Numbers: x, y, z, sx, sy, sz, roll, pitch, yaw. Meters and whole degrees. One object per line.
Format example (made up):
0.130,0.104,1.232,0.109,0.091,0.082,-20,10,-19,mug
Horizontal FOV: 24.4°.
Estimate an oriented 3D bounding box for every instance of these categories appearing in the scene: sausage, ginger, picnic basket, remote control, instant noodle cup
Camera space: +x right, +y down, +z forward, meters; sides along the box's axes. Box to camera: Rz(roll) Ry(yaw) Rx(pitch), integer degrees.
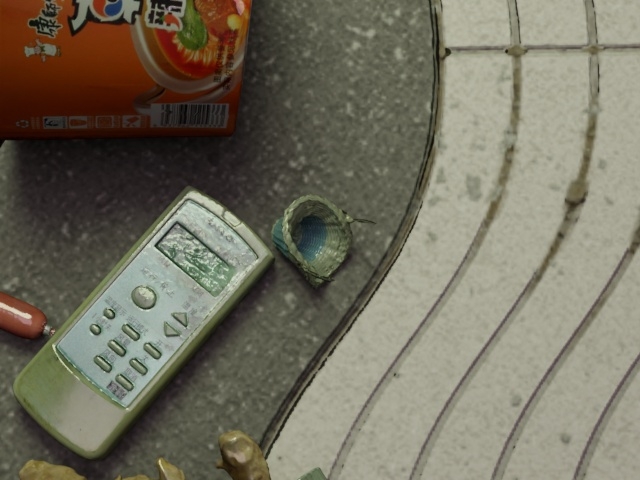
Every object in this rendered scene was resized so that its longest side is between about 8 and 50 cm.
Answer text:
-0.320,0.033,1.221,0.223,0.029,0.029,23,79,5,sausage
-0.158,0.235,1.146,0.259,0.065,0.149,-9,85,10,ginger
0.000,0.000,1.205,0.083,0.083,0.065,16,54,47,picnic basket
-0.144,0.068,1.210,0.098,0.038,0.233,40,80,8,remote control
-0.155,-0.185,1.173,0.192,0.250,0.250,6,78,-7,instant noodle cup

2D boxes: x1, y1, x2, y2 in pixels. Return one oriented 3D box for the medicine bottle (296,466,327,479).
0.002,0.226,1.169,0.047,0.047,0.083,-32,79,-6,medicine bottle
